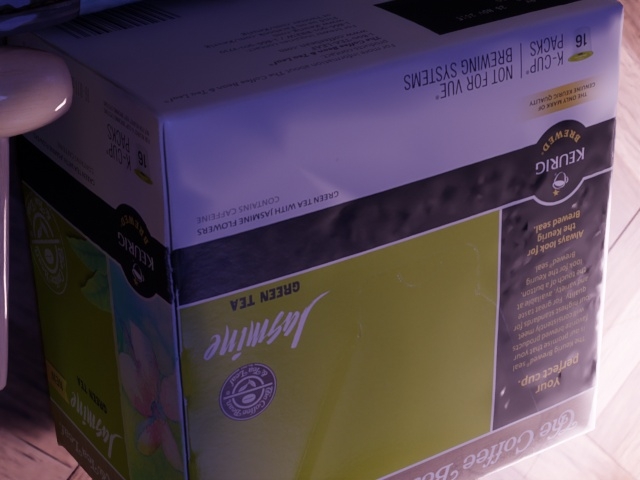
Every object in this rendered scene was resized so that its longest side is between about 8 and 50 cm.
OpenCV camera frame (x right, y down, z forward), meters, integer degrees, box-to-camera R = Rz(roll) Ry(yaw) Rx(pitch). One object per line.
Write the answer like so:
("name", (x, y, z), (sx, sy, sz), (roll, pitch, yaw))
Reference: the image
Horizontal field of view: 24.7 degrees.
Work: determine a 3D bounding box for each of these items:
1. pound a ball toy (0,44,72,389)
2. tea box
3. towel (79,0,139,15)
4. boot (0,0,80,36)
("pound a ball toy", (-0.259, 0.024, 0.787), (0.135, 0.208, 0.319), (1, 111, -37))
("tea box", (0.000, 0.000, 0.960), (0.329, 0.220, 0.324), (-17, 119, -29))
("towel", (-0.052, -0.307, 0.805), (0.320, 0.090, 0.374), (-17, 136, -32))
("boot", (-0.226, -0.227, 0.697), (0.263, 0.091, 0.229), (16, 111, 5))
